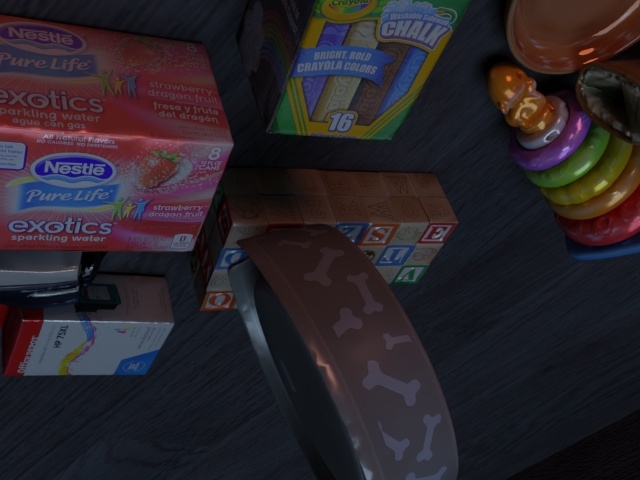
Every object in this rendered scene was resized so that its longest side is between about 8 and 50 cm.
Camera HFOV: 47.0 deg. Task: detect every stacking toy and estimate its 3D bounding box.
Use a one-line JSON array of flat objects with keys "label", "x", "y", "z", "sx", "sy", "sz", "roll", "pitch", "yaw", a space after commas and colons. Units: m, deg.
[{"label": "stacking toy", "x": 0.293, "y": -0.114, "z": 0.875, "sx": 0.302, "sy": 0.175, "sz": 0.165, "roll": 31, "pitch": 153, "yaw": -30}]

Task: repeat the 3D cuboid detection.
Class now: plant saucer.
[{"label": "plant saucer", "x": 0.277, "y": -0.258, "z": 0.748, "sx": 0.200, "sy": 0.037, "sz": 0.200, "roll": -12, "pitch": 145, "yaw": -9}]

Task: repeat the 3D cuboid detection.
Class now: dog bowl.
[{"label": "dog bowl", "x": 0.017, "y": 0.140, "z": 0.767, "sx": 0.102, "sy": 0.349, "sz": 0.349, "roll": -23, "pitch": 147, "yaw": -15}]

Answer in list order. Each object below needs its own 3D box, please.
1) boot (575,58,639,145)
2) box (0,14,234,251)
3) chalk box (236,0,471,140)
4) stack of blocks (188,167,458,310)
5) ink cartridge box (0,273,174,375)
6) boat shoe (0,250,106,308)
[{"label": "boot", "x": 0.453, "y": -0.135, "z": 0.805, "sx": 0.269, "sy": 0.236, "sz": 0.089, "roll": -14, "pitch": 130, "yaw": -30}, {"label": "box", "x": -0.246, "y": -0.090, "z": 0.633, "sx": 0.300, "sy": 0.142, "sz": 0.154, "roll": 0, "pitch": 142, "yaw": -27}, {"label": "chalk box", "x": 0.029, "y": -0.205, "z": 0.616, "sx": 0.132, "sy": 0.132, "sz": 0.213, "roll": 0, "pitch": 143, "yaw": -26}, {"label": "stack of blocks", "x": 0.000, "y": 0.000, "z": 0.927, "sx": 0.297, "sy": 0.087, "sz": 0.171, "roll": -1, "pitch": 142, "yaw": -25}, {"label": "ink cartridge box", "x": -0.319, "y": 0.107, "z": 0.931, "sx": 0.231, "sy": 0.078, "sz": 0.134, "roll": 5, "pitch": 139, "yaw": -30}, {"label": "boat shoe", "x": -0.391, "y": 0.015, "z": 0.737, "sx": 0.340, "sy": 0.127, "sz": 0.158, "roll": 6, "pitch": 156, "yaw": -16}]
